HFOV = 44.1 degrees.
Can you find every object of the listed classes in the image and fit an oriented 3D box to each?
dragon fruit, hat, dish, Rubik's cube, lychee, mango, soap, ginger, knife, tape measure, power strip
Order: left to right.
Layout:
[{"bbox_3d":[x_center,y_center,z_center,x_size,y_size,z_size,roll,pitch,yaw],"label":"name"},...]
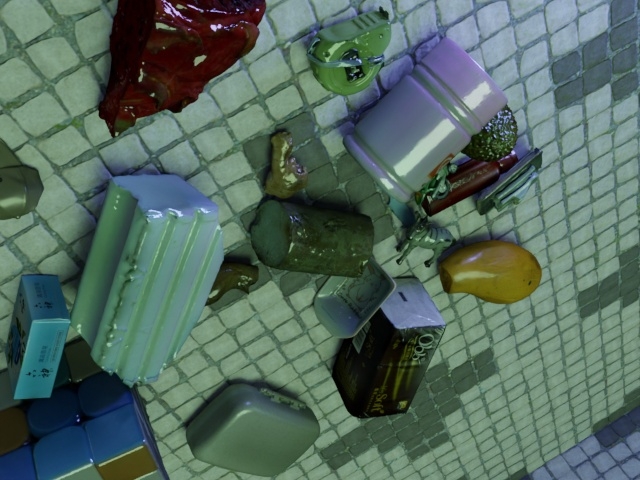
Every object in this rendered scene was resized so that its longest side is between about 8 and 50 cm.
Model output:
[{"bbox_3d":[-0.602,-0.109,1.422,0.147,0.085,0.175,-30,139,-3],"label":"hat"},{"bbox_3d":[-0.555,0.482,1.799,0.344,0.347,0.347,-23,136,-12],"label":"Rubik's cube"},{"bbox_3d":[-0.361,0.091,1.642,0.261,0.156,0.446,-10,128,-52],"label":"soap"},{"bbox_3d":[-0.234,-0.291,1.376,0.286,0.228,0.329,9,121,-38],"label":"dragon fruit"},{"bbox_3d":[-0.068,-0.157,1.712,0.096,0.067,0.165,5,128,-7],"label":"ginger"},{"bbox_3d":[0.056,-0.367,1.582,0.177,0.087,0.154,-20,137,-11],"label":"tape measure"},{"bbox_3d":[0.087,0.144,2.043,0.234,0.154,0.064,-51,160,18],"label":"dish"},{"bbox_3d":[0.187,-0.096,1.961,0.044,0.019,0.313,-32,139,10],"label":"knife"},{"bbox_3d":[0.377,-0.254,1.822,0.171,0.171,0.171,-17,135,-17],"label":"lychee"},{"bbox_3d":[0.484,0.088,2.215,0.359,0.144,0.187,11,119,-34],"label":"mango"},{"bbox_3d":[0.499,-0.131,2.027,0.213,0.064,0.198,-42,165,8],"label":"power strip"}]

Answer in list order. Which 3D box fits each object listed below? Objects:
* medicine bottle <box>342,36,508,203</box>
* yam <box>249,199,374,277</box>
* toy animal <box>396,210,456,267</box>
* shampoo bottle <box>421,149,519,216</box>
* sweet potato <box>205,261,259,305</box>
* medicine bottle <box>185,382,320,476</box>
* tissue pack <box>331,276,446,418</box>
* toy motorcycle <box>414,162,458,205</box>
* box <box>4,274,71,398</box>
[{"bbox_3d":[0.223,-0.255,1.700,0.316,0.202,0.202,-44,137,12],"label":"medicine bottle"},{"bbox_3d":[0.000,0.000,1.833,0.304,0.168,0.168,8,123,-34],"label":"yam"},{"bbox_3d":[0.275,-0.007,2.032,0.216,0.074,0.176,3,144,-35],"label":"toy animal"},{"bbox_3d":[0.372,-0.155,1.983,0.260,0.064,0.102,-27,139,-8],"label":"shampoo bottle"},{"bbox_3d":[-0.273,0.124,1.833,0.285,0.085,0.112,-27,142,-6],"label":"sweet potato"},{"bbox_3d":[-0.184,0.546,2.243,0.282,0.123,0.375,-44,137,14],"label":"medicine bottle"},{"bbox_3d":[0.179,0.293,2.178,0.198,0.210,0.370,1,129,-22],"label":"tissue pack"},{"bbox_3d":[0.262,-0.182,1.869,0.106,0.074,0.190,-15,111,-27],"label":"toy motorcycle"},{"bbox_3d":[-0.600,0.205,1.667,0.083,0.143,0.232,2,128,-32],"label":"box"}]
